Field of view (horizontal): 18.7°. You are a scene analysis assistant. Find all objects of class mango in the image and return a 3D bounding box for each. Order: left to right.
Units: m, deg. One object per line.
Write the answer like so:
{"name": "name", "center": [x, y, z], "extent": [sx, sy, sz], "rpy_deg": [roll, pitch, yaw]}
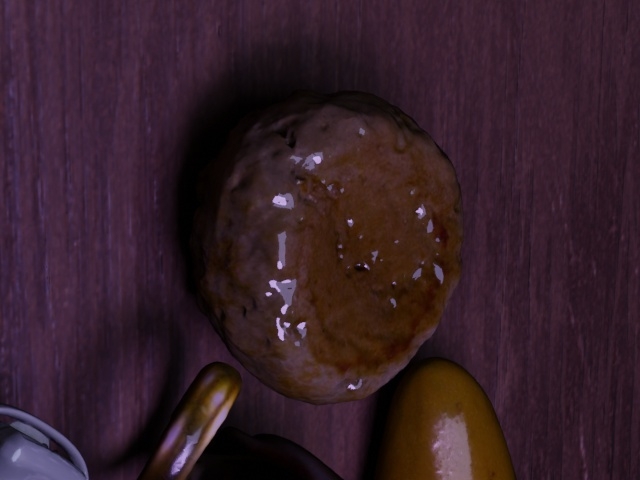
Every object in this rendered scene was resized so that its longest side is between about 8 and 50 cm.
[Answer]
{"name": "mango", "center": [0.098, 0.214, 1.563], "extent": [0.138, 0.113, 0.253], "rpy_deg": [-22, 115, -36]}

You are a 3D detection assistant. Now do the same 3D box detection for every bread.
{"name": "bread", "center": [0.000, 0.000, 1.407], "extent": [0.230, 0.123, 0.230], "rpy_deg": [-8, 102, -40]}

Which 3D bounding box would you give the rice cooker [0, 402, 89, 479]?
{"name": "rice cooker", "center": [-0.241, 0.202, 1.249], "extent": [0.145, 0.127, 0.206], "rpy_deg": [41, 71, -42]}

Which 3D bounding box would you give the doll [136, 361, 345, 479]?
{"name": "doll", "center": [-0.100, 0.280, 1.365], "extent": [0.340, 0.209, 0.318], "rpy_deg": [-45, 155, -22]}
